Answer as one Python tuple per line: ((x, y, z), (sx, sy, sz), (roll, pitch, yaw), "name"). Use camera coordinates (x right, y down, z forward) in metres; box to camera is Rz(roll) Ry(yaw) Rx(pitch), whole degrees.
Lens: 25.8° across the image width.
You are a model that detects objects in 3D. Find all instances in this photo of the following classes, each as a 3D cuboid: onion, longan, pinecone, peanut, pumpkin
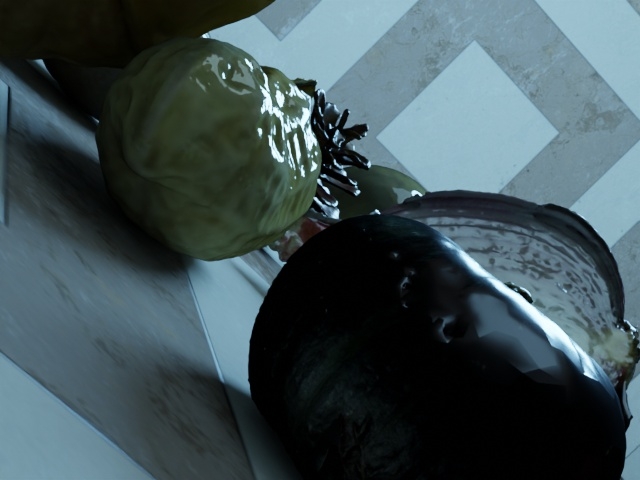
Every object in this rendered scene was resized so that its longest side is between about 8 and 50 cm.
((0.109, 0.079, 1.292), (0.348, 0.267, 0.159), (22, -39, -1), "onion")
((0.050, -0.007, 1.665), (0.204, 0.159, 0.185), (7, -29, 22), "longan")
((-0.025, -0.082, 1.435), (0.163, 0.165, 0.163), (41, 33, -34), "pinecone")
((-0.073, -0.063, 0.984), (0.140, 0.153, 0.325), (41, -3, 7), "peanut")
((0.064, 0.090, 0.800), (0.233, 0.163, 0.233), (45, 2, -2), "pumpkin")

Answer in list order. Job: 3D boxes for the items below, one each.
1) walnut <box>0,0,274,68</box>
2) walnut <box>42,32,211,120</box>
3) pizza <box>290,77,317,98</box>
((-0.154, -0.285, 0.977), (0.398, 0.354, 0.308), (-97, 168, -57), "walnut")
((-0.163, -0.164, 1.183), (0.140, 0.140, 0.162), (49, -4, 35), "walnut")
((-0.082, -0.138, 1.514), (0.184, 0.176, 0.036), (30, 34, -31), "pizza")
